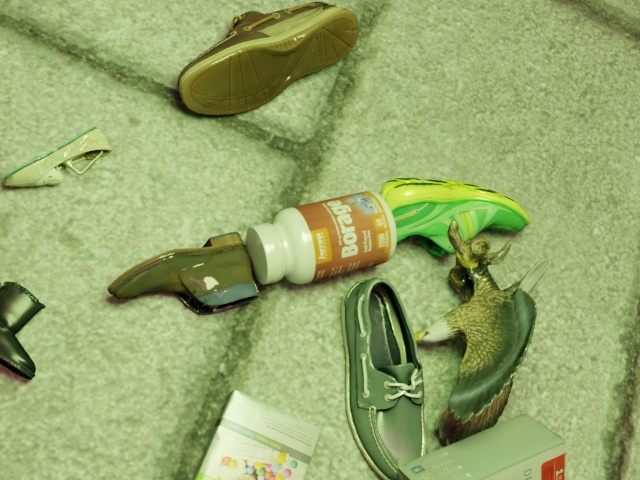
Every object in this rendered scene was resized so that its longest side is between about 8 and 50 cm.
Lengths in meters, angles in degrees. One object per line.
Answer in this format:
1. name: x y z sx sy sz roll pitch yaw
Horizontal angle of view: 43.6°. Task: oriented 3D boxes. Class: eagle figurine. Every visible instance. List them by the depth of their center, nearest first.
1. eagle figurine: 0.249 0.154 1.240 0.226 0.225 0.298 18 51 -38

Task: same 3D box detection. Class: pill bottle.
1. pill bottle: 0.000 0.000 1.248 0.216 0.121 0.121 -14 76 -23

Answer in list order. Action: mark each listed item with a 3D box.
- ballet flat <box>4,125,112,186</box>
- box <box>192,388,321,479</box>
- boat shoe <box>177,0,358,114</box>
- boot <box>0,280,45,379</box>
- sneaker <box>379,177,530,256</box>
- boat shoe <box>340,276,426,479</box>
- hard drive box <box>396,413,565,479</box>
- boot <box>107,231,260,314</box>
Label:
1. ballet flat: -0.386 -0.114 1.198 0.168 0.057 0.052 -37 95 -26
2. box: -0.098 0.327 1.142 0.145 0.038 0.186 27 66 -8
3. boat shoe: -0.101 -0.322 1.351 0.342 0.123 0.123 -31 53 -20
4. boot: -0.420 0.121 1.107 0.121 0.045 0.099 35 60 -3
5. sneaker: 0.221 -0.037 1.361 0.295 0.109 0.123 4 105 -27
6. boat shoe: 0.102 0.209 1.218 0.116 0.099 0.319 -4 72 -20
7. hard drive box: 0.235 0.381 1.160 0.232 0.089 0.181 -17 113 -23
8. boot: -0.194 0.068 1.180 0.219 0.082 0.106 -21 76 -26
